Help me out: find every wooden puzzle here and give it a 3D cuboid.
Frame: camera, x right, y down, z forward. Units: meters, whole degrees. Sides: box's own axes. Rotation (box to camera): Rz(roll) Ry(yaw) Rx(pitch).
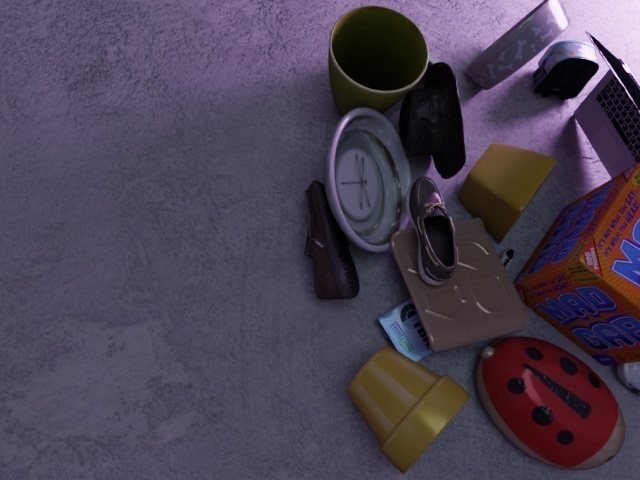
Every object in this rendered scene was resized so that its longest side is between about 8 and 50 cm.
[{"bbox_3d":[0.381,0.121,1.555,0.322,0.080,0.348,-9,67,-20],"label":"wooden puzzle"}]

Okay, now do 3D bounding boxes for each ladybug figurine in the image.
[{"bbox_3d":[0.627,0.430,1.486,0.449,0.162,0.305,33,72,2],"label":"ladybug figurine"}]

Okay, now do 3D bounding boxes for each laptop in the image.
[{"bbox_3d":[0.837,-0.327,1.590,0.236,0.408,0.382,-13,67,-13],"label":"laptop"}]

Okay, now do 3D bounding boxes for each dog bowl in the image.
[{"bbox_3d":[0.610,-0.606,1.715,0.349,0.349,0.102,-42,96,-18],"label":"dog bowl"}]

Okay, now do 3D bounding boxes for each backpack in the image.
[{"bbox_3d":[0.805,-0.567,1.803,0.165,0.188,0.145,10,72,-5],"label":"backpack"}]

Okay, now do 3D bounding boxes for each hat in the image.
[{"bbox_3d":[0.299,-0.334,1.587,0.133,0.331,0.332,-10,75,-9],"label":"hat"}]

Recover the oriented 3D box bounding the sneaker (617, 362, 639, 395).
[{"bbox_3d":[1.041,0.394,1.536,0.365,0.210,0.137,21,71,-2],"label":"sneaker"}]

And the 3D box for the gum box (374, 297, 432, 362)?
[{"bbox_3d":[0.271,0.243,1.550,0.184,0.041,0.157,-30,79,-16],"label":"gum box"}]

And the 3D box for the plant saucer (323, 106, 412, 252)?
[{"bbox_3d":[0.117,-0.164,1.549,0.400,0.100,0.401,7,81,-50],"label":"plant saucer"}]

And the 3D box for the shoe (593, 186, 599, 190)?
[{"bbox_3d":[0.942,-0.081,1.745,0.076,0.058,0.219,-28,79,-16],"label":"shoe"}]

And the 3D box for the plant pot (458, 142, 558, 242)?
[{"bbox_3d":[0.536,-0.161,1.637,0.187,0.212,0.212,35,71,15],"label":"plant pot"}]

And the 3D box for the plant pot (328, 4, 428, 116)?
[{"bbox_3d":[0.136,-0.471,1.612,0.274,0.293,0.275,3,72,-8],"label":"plant pot"}]

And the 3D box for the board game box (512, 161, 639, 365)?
[{"bbox_3d":[0.828,0.081,1.520,0.356,0.356,0.356,39,71,4],"label":"board game box"}]

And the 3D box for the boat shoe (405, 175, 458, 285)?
[{"bbox_3d":[0.311,-0.044,1.514,0.116,0.097,0.325,5,63,-14],"label":"boat shoe"}]

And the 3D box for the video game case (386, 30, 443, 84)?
[{"bbox_3d":[0.278,-0.562,1.702,0.206,0.227,0.026,37,93,3],"label":"video game case"}]

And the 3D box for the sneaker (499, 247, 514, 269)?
[{"bbox_3d":[0.544,0.068,1.646,0.040,0.044,0.109,27,73,-2],"label":"sneaker"}]

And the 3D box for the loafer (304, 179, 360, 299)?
[{"bbox_3d":[0.000,0.000,1.530,0.130,0.134,0.366,-23,61,22],"label":"loafer"}]

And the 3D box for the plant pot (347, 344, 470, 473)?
[{"bbox_3d":[0.206,0.404,1.396,0.239,0.254,0.254,41,71,20],"label":"plant pot"}]
